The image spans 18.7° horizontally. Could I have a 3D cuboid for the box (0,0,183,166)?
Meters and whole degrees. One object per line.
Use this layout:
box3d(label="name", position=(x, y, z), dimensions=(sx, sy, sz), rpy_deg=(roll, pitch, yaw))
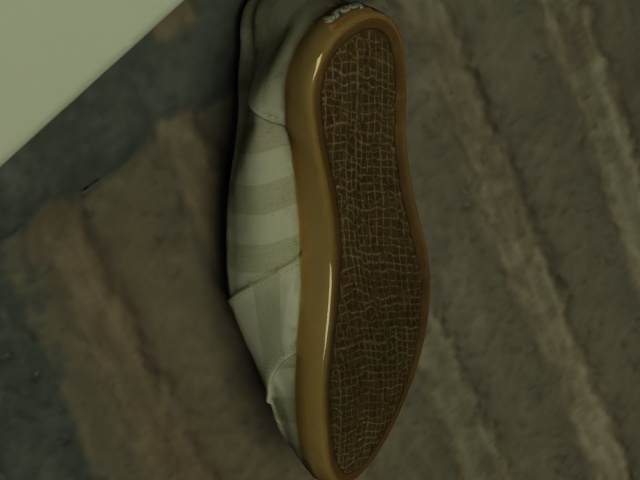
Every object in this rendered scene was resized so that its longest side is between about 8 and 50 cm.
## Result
box3d(label="box", position=(-0.192, -0.046, 0.579), dimensions=(0.311, 0.148, 0.121), rpy_deg=(-44, 127, -9))

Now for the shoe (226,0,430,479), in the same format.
box3d(label="shoe", position=(0.000, 0.000, 0.783), dimensions=(0.076, 0.058, 0.219), rpy_deg=(-31, 131, -41))
